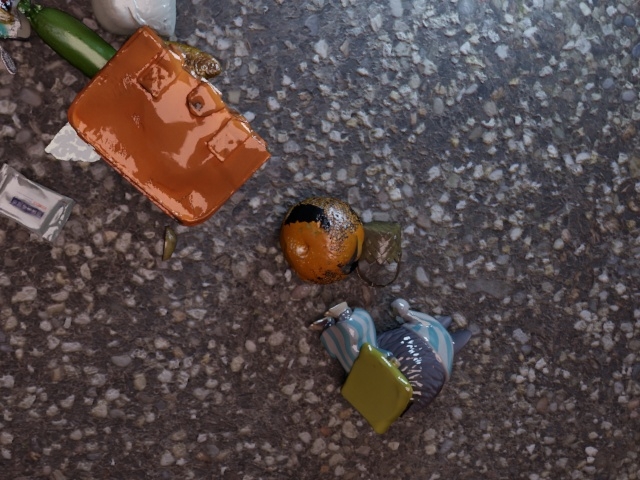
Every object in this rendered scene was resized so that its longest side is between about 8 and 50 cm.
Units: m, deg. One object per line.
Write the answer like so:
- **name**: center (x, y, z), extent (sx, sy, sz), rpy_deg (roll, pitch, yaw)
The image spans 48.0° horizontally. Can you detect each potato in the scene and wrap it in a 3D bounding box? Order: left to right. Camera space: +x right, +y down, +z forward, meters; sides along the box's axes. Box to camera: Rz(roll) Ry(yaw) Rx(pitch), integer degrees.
- **potato**: center (-0.389, 0.012, 1.862), extent (0.036, 0.037, 0.093), rpy_deg (5, 98, -20)

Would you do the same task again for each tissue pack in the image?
- **tissue pack**: center (-0.714, -0.090, 1.765), extent (0.193, 0.026, 0.123), rpy_deg (29, 92, -17)

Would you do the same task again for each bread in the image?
- **bread**: center (-0.359, -0.433, 1.768), extent (0.233, 0.076, 0.105), rpy_deg (10, 85, -9)

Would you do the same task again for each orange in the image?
- **orange**: center (0.000, 0.000, 1.872), extent (0.182, 0.234, 0.235), rpy_deg (-36, 113, -52)

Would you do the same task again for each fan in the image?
- **fan**: center (-0.566, -0.268, 1.780), extent (0.240, 0.009, 0.131), rpy_deg (-33, 107, -7)

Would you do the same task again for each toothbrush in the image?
- **toothbrush**: center (-0.794, -0.552, 1.660), extent (0.024, 0.029, 0.354), rpy_deg (-30, 106, -24)

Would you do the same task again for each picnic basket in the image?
- **picnic basket**: center (0.156, 0.043, 1.953), extent (0.128, 0.138, 0.179), rpy_deg (13, 106, 22)

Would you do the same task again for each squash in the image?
- **squash**: center (-0.545, -0.440, 1.708), extent (0.378, 0.101, 0.101), rpy_deg (38, 89, -16)

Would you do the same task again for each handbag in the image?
- **handbag**: center (-0.349, -0.257, 1.679), extent (0.303, 0.116, 0.410), rpy_deg (-43, 107, 11)

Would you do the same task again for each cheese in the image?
- **cheese**: center (-0.441, -0.571, 1.681), extent (0.189, 0.154, 0.198), rpy_deg (-12, 107, -24)

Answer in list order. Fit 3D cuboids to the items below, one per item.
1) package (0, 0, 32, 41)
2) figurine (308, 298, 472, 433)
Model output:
- **package**: center (-0.778, -0.544, 1.634), extent (0.231, 0.040, 0.166), rpy_deg (2, 89, -28)
- **figurine**: center (0.219, 0.290, 2.017), extent (0.377, 0.266, 0.361), rpy_deg (-27, 79, -40)
